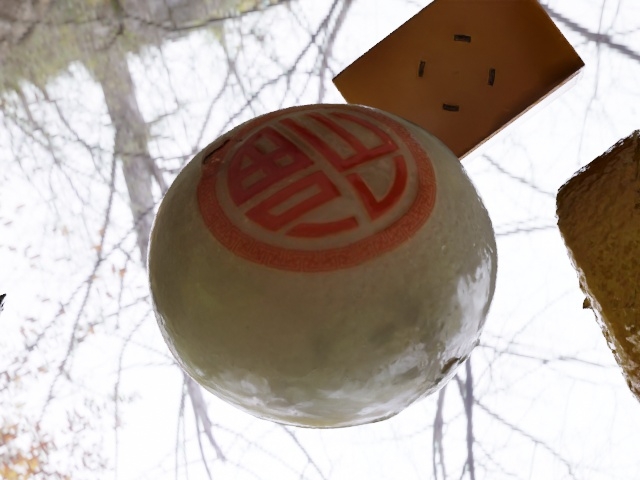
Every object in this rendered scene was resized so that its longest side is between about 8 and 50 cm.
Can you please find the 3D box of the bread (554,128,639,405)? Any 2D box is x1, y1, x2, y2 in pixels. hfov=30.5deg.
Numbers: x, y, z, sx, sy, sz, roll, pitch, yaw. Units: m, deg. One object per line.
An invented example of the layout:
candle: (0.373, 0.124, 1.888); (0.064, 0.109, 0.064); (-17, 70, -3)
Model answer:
bread: (0.406, 0.048, 1.272); (0.358, 0.204, 0.337); (60, -149, -3)

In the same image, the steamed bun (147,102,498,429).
steamed bun: (0.000, 0.000, 0.924); (0.283, 0.177, 0.283); (-3, -132, 3)

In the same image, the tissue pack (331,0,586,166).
tissue pack: (0.185, -0.215, 1.574); (0.275, 0.145, 0.194); (-36, -96, 7)

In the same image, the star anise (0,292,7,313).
star anise: (-0.382, 0.105, 1.176); (0.129, 0.056, 0.124); (-19, -151, 8)
